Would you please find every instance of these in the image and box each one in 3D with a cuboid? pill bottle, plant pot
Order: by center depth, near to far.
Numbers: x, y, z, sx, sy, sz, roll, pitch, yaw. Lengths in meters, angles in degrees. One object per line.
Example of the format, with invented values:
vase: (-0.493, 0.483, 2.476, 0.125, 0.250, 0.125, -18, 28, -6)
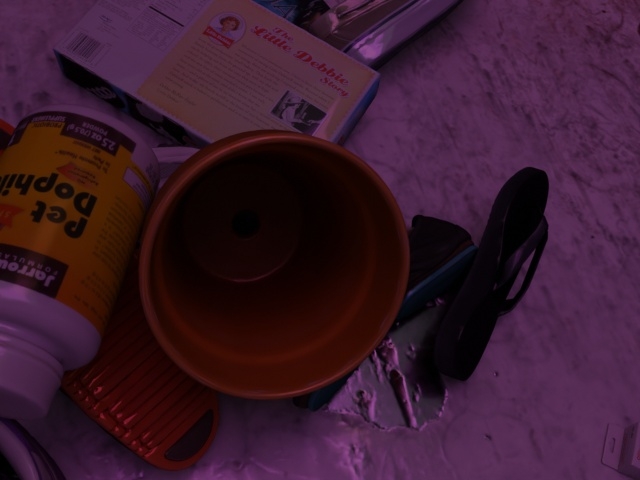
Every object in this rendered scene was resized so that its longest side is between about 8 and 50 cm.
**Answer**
pill bottle: (-0.200, 0.013, 0.516, 0.117, 0.117, 0.215, 14, 58, -4)
plant pot: (-0.054, 0.002, 0.609, 0.205, 0.188, 0.205, -4, 105, -15)

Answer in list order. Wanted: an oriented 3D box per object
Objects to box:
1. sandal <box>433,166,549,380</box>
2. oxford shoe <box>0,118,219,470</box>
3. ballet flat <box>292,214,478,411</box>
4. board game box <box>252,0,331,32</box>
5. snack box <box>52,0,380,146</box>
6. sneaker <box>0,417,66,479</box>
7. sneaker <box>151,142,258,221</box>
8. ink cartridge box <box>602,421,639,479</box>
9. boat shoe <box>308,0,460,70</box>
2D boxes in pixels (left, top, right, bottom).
sandal: (0.197, 0.036, 0.747, 0.054, 0.097, 0.255, 13, 63, 34)
oxford shoe: (-0.229, 0.056, 0.642, 0.364, 0.132, 0.130, 53, 49, -2)
ballet flat: (0.047, 0.058, 0.713, 0.096, 0.095, 0.280, 38, 50, 22)
board game box: (-0.075, -0.323, 0.933, 0.126, 0.026, 0.186, -28, 70, -24)
snack box: (-0.114, -0.190, 0.817, 0.321, 0.060, 0.187, 32, 69, 7)
sneaker: (-0.312, 0.127, 0.552, 0.282, 0.161, 0.102, 32, 61, 8)
sneaker: (-0.175, -0.045, 0.725, 0.271, 0.100, 0.108, 9, 74, -3)
ink cartridge box: (0.330, 0.217, 0.712, 0.083, 0.028, 0.048, 24, 59, 3)
boat shoe: (0.114, -0.313, 0.913, 0.302, 0.109, 0.094, -41, 94, -26)
